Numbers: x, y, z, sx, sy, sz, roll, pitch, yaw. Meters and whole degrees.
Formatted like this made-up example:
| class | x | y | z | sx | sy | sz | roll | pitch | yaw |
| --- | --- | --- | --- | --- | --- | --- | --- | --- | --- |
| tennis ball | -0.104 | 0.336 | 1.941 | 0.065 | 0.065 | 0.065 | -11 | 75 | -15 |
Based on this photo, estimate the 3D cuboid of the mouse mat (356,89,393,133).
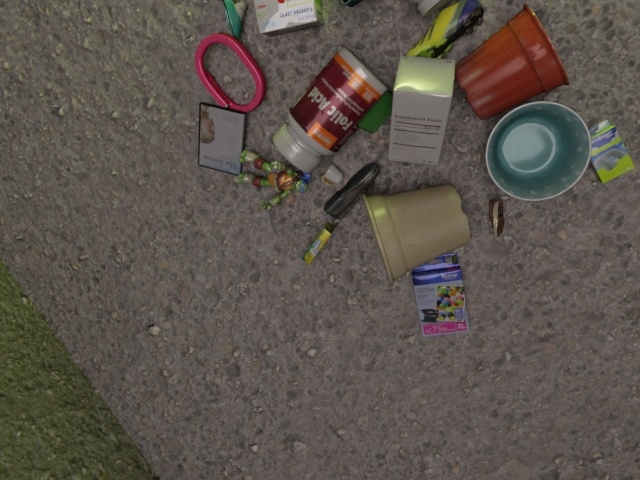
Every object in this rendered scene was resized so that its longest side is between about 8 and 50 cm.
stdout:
| class | x | y | z | sx | sy | sz | roll | pitch | yaw |
| --- | --- | --- | --- | --- | --- | --- | --- | --- | --- |
| mouse mat | 0.201 | -0.432 | 1.635 | 0.152 | 0.189 | 0.007 | -46 | 76 | 20 |

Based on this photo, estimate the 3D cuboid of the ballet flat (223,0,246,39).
| class | x | y | z | sx | sy | sz | roll | pitch | yaw |
| --- | --- | --- | --- | --- | --- | --- | --- | --- | --- |
| ballet flat | -0.309 | -0.837 | 1.680 | 0.087 | 0.083 | 0.248 | -20 | 104 | 3 |

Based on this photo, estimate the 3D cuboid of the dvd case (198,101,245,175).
| class | x | y | z | sx | sy | sz | roll | pitch | yaw |
| --- | --- | --- | --- | --- | --- | --- | --- | --- | --- |
| dvd case | -0.379 | -0.383 | 1.834 | 0.180 | 0.022 | 0.253 | 15 | 122 | 8 |

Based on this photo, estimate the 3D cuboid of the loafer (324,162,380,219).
| class | x | y | z | sx | sy | sz | roll | pitch | yaw |
| --- | --- | --- | --- | --- | --- | --- | --- | --- | --- |
| loafer | 0.130 | -0.179 | 1.788 | 0.084 | 0.096 | 0.267 | 38 | 119 | -22 |

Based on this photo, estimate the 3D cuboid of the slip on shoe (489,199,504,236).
| class | x | y | z | sx | sy | sz | roll | pitch | yaw |
| --- | --- | --- | --- | --- | --- | --- | --- | --- | --- |
| slip on shoe | 0.627 | -0.080 | 1.726 | 0.041 | 0.051 | 0.136 | 17 | 125 | 49 |

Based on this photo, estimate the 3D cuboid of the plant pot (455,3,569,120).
| class | x | y | z | sx | sy | sz | roll | pitch | yaw |
| --- | --- | --- | --- | --- | --- | --- | --- | --- | --- |
| plant pot | 0.576 | -0.527 | 1.497 | 0.265 | 0.272 | 0.272 | -30 | 99 | 27 |

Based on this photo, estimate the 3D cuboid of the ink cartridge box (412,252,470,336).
| class | x | y | z | sx | sy | sz | roll | pitch | yaw |
| --- | --- | --- | --- | --- | --- | --- | --- | --- | --- |
| ink cartridge box | 0.457 | 0.212 | 1.841 | 0.185 | 0.065 | 0.311 | -9 | 103 | 14 |

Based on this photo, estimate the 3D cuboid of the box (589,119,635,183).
| class | x | y | z | sx | sy | sz | roll | pitch | yaw |
| --- | --- | --- | --- | --- | --- | --- | --- | --- | --- |
| box | 0.941 | -0.293 | 1.591 | 0.109 | 0.042 | 0.178 | -30 | 99 | 18 |

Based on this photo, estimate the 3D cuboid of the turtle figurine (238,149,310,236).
| class | x | y | z | sx | sy | sz | roll | pitch | yaw |
| --- | --- | --- | --- | --- | --- | --- | --- | --- | --- |
| turtle figurine | -0.199 | -0.211 | 1.763 | 0.266 | 0.198 | 0.275 | 25 | 69 | 22 |

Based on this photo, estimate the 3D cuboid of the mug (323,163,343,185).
| class | x | y | z | sx | sy | sz | roll | pitch | yaw |
| --- | --- | --- | --- | --- | --- | --- | --- | --- | --- |
| mug | 0.050 | -0.242 | 1.800 | 0.064 | 0.078 | 0.062 | 35 | 78 | -9 |

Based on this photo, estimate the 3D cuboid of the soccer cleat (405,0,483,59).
| class | x | y | z | sx | sy | sz | roll | pitch | yaw |
| --- | --- | --- | --- | --- | --- | --- | --- | --- | --- |
| soccer cleat | 0.390 | -0.677 | 1.569 | 0.289 | 0.093 | 0.121 | -36 | 66 | 13 |

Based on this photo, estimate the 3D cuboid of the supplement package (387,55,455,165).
| class | x | y | z | sx | sy | sz | roll | pitch | yaw |
| --- | --- | --- | --- | --- | --- | --- | --- | --- | --- |
| supplement package | 0.319 | -0.411 | 1.546 | 0.175 | 0.178 | 0.293 | 9 | 146 | 10 |

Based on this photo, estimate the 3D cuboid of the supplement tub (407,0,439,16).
| class | x | y | z | sx | sy | sz | roll | pitch | yaw |
| --- | --- | --- | --- | --- | --- | --- | --- | --- | --- |
| supplement tub | 0.314 | -0.872 | 1.452 | 0.228 | 0.228 | 0.316 | -30 | 98 | 19 |

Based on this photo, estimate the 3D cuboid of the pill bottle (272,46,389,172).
| class | x | y | z | sx | sy | sz | roll | pitch | yaw |
| --- | --- | --- | --- | --- | --- | --- | --- | --- | --- |
| pill bottle | 0.027 | -0.435 | 1.649 | 0.224 | 0.224 | 0.392 | 43 | 110 | -3 |

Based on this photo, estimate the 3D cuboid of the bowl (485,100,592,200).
| class | x | y | z | sx | sy | sz | roll | pitch | yaw |
| --- | --- | --- | --- | --- | --- | --- | --- | --- | --- |
| bowl | 0.695 | -0.296 | 1.579 | 0.311 | 0.163 | 0.312 | 3 | 107 | 12 |

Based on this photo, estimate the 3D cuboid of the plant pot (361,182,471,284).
| class | x | y | z | sx | sy | sz | roll | pitch | yaw |
| --- | --- | --- | --- | --- | --- | --- | --- | --- | --- |
| plant pot | 0.338 | -0.047 | 1.673 | 0.305 | 0.334 | 0.334 | -17 | 102 | 5 |

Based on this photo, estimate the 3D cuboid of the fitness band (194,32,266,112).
| class | x | y | z | sx | sy | sz | roll | pitch | yaw |
| --- | --- | --- | --- | --- | --- | --- | --- | --- | --- |
| fitness band | -0.326 | -0.600 | 1.741 | 0.209 | 0.054 | 0.291 | -32 | 104 | 31 |

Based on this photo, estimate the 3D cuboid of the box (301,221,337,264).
| class | x | y | z | sx | sy | sz | roll | pitch | yaw |
| --- | --- | --- | --- | --- | --- | --- | --- | --- | --- |
| box | 0.000 | 0.000 | 1.850 | 0.043 | 0.105 | 0.179 | 38 | 110 | -2 |

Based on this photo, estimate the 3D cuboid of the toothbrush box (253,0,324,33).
| class | x | y | z | sx | sy | sz | roll | pitch | yaw |
| --- | --- | --- | --- | --- | --- | --- | --- | --- | --- |
| toothbrush box | -0.119 | -0.855 | 1.610 | 0.206 | 0.122 | 0.284 | -5 | 107 | 14 |

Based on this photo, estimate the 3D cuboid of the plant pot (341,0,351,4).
| class | x | y | z | sx | sy | sz | roll | pitch | yaw |
| --- | --- | --- | --- | --- | --- | --- | --- | --- | --- |
| plant pot | 0.116 | -0.839 | 1.502 | 0.165 | 0.234 | 0.166 | -31 | 97 | 19 |
